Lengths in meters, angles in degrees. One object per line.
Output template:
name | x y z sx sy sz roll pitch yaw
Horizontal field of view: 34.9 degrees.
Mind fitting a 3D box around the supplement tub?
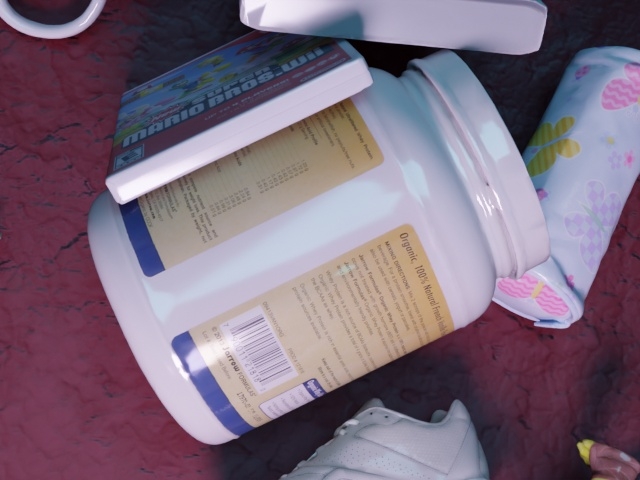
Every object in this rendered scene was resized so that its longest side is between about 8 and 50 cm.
supplement tub | 0.000 0.000 0.825 0.316 0.228 0.228 -26 78 0

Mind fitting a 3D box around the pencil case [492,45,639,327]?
pencil case | 0.243 -0.054 0.968 0.124 0.113 0.273 45 67 -34

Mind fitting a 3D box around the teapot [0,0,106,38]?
teapot | -0.281 -0.360 0.938 0.187 0.252 0.256 -20 60 9

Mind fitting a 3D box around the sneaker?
sneaker | 0.021 0.201 0.877 0.262 0.099 0.121 -4 66 -17

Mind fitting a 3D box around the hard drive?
hard drive | 0.042 -0.257 0.914 0.233 0.047 0.353 4 30 -7

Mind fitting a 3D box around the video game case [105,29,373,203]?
video game case | -0.076 -0.125 0.847 0.204 0.285 0.025 -26 111 1

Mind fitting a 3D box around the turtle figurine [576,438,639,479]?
turtle figurine | 0.207 0.278 0.844 0.269 0.087 0.217 44 62 -17
